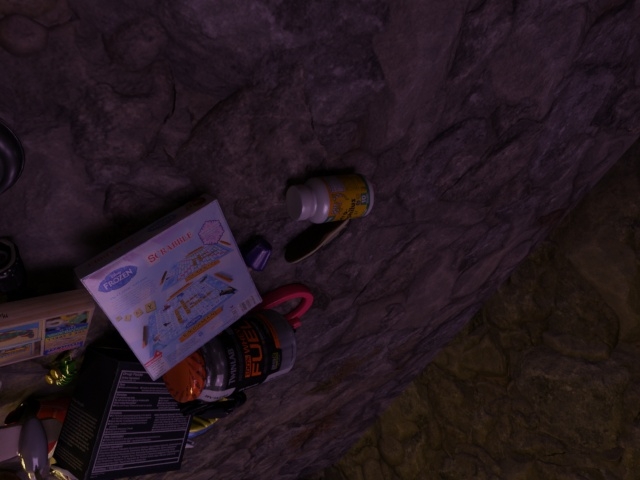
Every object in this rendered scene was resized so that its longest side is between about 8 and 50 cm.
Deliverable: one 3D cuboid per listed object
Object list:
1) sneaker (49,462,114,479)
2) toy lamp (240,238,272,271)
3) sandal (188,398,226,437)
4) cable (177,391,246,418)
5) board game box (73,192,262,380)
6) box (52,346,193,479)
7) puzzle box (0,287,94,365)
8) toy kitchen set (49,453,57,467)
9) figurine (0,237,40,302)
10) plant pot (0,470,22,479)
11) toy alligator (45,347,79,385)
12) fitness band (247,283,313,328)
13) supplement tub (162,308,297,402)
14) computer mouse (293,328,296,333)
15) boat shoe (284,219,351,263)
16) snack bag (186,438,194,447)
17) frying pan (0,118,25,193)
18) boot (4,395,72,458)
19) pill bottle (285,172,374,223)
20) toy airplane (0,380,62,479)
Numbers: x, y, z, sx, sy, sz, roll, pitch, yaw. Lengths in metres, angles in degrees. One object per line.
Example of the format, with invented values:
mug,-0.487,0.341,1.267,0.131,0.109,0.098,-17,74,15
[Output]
sneaker,-0.614,0.615,1.185,0.072,0.178,0.077,38,65,-68
toy lamp,-0.228,0.104,1.290,0.080,0.080,0.275,16,124,-48
sandal,-0.389,0.564,1.557,0.138,0.126,0.317,-56,172,15
cable,-0.300,0.441,1.292,0.184,0.047,0.150,-7,-174,4
board game box,-0.321,0.106,1.070,0.318,0.066,0.318,-35,128,-25
box,-0.510,0.464,1.293,0.296,0.182,0.294,26,75,-51
puzzle box,-0.698,0.211,0.963,0.409,0.052,0.272,-11,159,-36
toy kitchen set,-0.673,0.541,1.355,0.166,0.207,0.122,22,117,-41
figurine,-0.683,0.114,0.929,0.214,0.092,0.209,-16,146,-22
plant pot,-1.041,0.842,1.429,0.254,0.237,0.237,-45,147,-11
toy alligator,-0.651,0.335,1.210,0.189,0.051,0.056,-37,-179,33
fitness band,-0.156,0.244,1.544,0.290,0.054,0.209,-26,142,-13
supplement tub,-0.247,0.316,1.300,0.338,0.207,0.207,-6,138,-47
computer mouse,-0.136,0.370,1.662,0.071,0.041,0.242,-18,159,-32
boat shoe,0.000,-0.001,1.341,0.223,0.080,0.073,-40,140,2
snack bag,-0.653,0.688,1.588,0.342,0.037,0.323,-13,145,9
frying pan,-0.641,-0.099,0.736,0.326,0.053,0.197,-27,144,-14
boot,-0.814,0.537,1.336,0.176,0.088,0.244,14,117,-46
pill bottle,0.023,-0.106,1.198,0.208,0.117,0.118,-9,139,-31
toy airplane,-0.816,0.515,1.067,0.386,0.272,0.384,-48,149,-34
